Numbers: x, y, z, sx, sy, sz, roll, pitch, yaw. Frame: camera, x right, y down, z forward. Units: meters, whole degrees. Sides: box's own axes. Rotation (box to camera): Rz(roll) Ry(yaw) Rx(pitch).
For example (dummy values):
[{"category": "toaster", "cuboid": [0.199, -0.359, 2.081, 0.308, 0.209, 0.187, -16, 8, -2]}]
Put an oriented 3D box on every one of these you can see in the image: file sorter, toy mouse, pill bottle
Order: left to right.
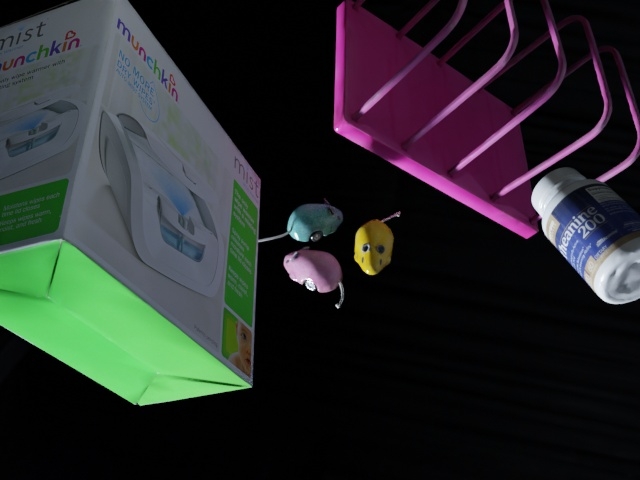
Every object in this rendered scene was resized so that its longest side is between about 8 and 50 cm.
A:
[{"category": "toy mouse", "cuboid": [0.000, 0.000, 0.742, 0.161, 0.143, 0.031, -72, -12, -47]}, {"category": "file sorter", "cuboid": [0.185, -0.177, 0.818, 0.182, 0.291, 0.202, -38, 38, 41]}, {"category": "pill bottle", "cuboid": [0.229, -0.009, 0.626, 0.120, 0.067, 0.067, -117, 25, -47]}]

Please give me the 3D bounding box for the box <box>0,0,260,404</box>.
[{"category": "box", "cuboid": [-0.161, -0.020, 0.618, 0.262, 0.127, 0.231, 55, -151, -51]}]
